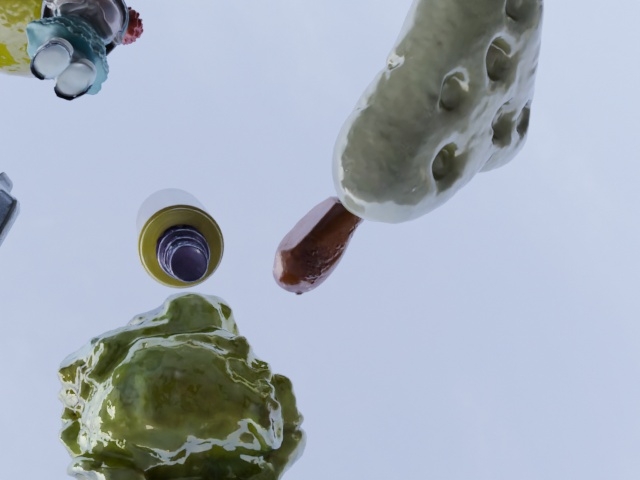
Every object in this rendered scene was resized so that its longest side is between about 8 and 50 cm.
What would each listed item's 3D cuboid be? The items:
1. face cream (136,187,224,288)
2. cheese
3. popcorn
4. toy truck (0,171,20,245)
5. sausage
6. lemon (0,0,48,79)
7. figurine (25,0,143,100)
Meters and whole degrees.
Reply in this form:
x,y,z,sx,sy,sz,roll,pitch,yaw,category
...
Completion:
x,y,z,sx,sy,sz,roll,pitch,yaw,category
-0.135,-0.001,0.744,0.078,0.273,0.078,-2,-81,-13,face cream
0.153,-0.213,1.010,0.351,0.328,0.130,-28,-138,-34,cheese
-0.181,0.241,1.048,0.313,0.312,0.312,8,-118,-15,popcorn
-0.545,-0.048,0.968,0.368,0.175,0.146,8,-116,26,toy truck
0.000,0.000,1.151,0.089,0.089,0.179,38,-111,2,sausage
-0.345,-0.319,0.880,0.234,0.288,0.233,-11,-150,6,lemon
-0.134,-0.116,0.451,0.060,0.047,0.106,25,-147,-21,figurine
